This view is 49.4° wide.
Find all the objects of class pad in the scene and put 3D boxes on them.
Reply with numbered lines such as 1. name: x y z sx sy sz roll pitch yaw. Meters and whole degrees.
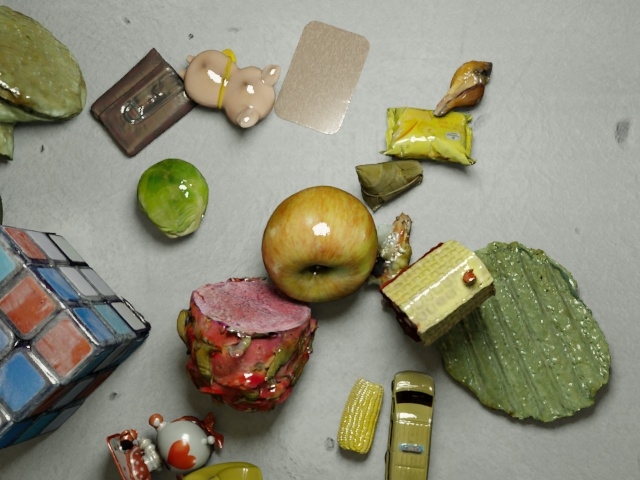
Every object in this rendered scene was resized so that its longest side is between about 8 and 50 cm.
1. pad: 0.004 -0.406 1.725 0.176 0.002 0.266 20 85 6

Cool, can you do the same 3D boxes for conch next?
1. conch: 0.345 -0.354 1.645 0.086 0.080 0.233 7 55 32

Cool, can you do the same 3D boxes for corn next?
1. corn: 0.094 0.400 1.590 0.085 0.063 0.165 17 83 15

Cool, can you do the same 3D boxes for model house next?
1. model house: 0.243 0.108 1.450 0.196 0.254 0.160 -36 85 -3

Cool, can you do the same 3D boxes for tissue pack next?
1. tissue pack: -0.224 0.558 1.538 0.127 0.178 0.123 -13 80 43

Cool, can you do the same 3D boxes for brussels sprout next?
1. brussels sprout: -0.343 -0.102 1.643 0.161 0.144 0.181 -34 105 -20

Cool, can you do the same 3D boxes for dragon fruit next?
1. dragon fruit: -0.179 0.254 1.537 0.296 0.314 0.263 21 111 28

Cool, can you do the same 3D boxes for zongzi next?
1. zongzi: 0.159 -0.161 1.601 0.160 0.176 0.078 -32 62 -4

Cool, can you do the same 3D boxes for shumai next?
1. shumai: -0.775 -0.373 1.694 0.288 0.292 0.330 -38 71 35

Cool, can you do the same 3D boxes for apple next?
1. apple: 0.000 0.000 1.546 0.264 0.264 0.264 0 83 4

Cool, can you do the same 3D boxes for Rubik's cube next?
1. Rubik's cube: -0.646 0.211 1.516 0.359 0.363 0.362 -42 86 2

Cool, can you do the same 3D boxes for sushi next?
1. sushi: 0.161 0.042 1.612 0.103 0.097 0.226 6 84 4

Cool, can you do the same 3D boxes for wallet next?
1. wallet: -0.440 -0.340 1.725 0.229 0.049 0.182 -41 86 0

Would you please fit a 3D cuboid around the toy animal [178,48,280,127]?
1. toy animal: -0.222 -0.374 1.670 0.248 0.149 0.165 24 97 15

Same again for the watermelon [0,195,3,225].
1. watermelon: -0.893 -0.085 1.609 0.278 0.279 0.360 -17 85 2

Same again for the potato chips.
1. potato chips: 0.444 0.214 1.586 0.358 0.070 0.429 -24 81 2

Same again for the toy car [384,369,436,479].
1. toy car: 0.202 0.423 1.549 0.101 0.124 0.257 5 84 3

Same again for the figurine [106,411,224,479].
1. figurine: -0.333 0.471 1.579 0.226 0.160 0.183 -27 82 -9

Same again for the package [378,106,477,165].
1. package: 0.254 -0.247 1.632 0.226 0.090 0.168 4 53 6
